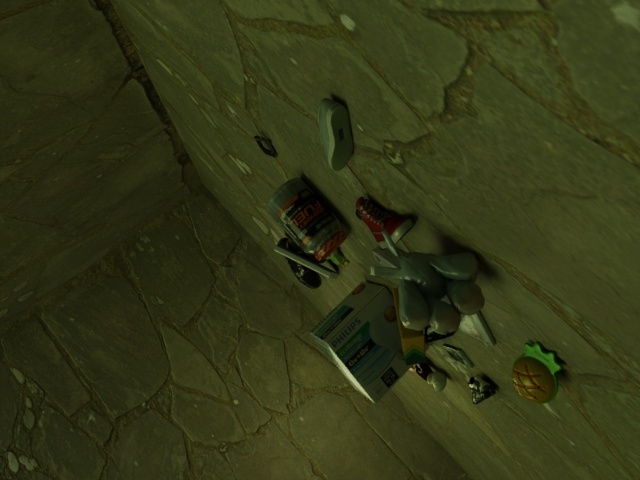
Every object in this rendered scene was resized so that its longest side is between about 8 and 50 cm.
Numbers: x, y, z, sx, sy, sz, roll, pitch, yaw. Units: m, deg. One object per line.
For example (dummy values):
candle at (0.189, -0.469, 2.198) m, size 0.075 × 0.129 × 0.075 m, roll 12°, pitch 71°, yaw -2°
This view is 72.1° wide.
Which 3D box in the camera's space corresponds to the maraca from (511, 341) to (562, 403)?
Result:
maraca at (0.580, 0.357, 1.181) m, size 0.127 × 0.099 × 0.186 m, roll 33°, pitch 132°, yaw 43°

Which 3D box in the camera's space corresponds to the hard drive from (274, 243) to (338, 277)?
hard drive at (-0.068, 0.114, 2.293) m, size 0.318 × 0.040 × 0.210 m, roll 26°, pitch 179°, yaw 15°

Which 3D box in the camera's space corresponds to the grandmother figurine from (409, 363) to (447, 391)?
grandmother figurine at (0.484, 0.622, 2.122) m, size 0.208 × 0.104 × 0.342 m, roll 47°, pitch 171°, yaw -25°

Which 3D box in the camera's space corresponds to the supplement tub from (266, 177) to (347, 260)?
supplement tub at (-0.052, -0.082, 1.765) m, size 0.316 × 0.193 × 0.193 m, roll 47°, pitch 165°, yaw 8°

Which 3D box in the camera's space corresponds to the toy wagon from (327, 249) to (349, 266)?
toy wagon at (0.000, 0.000, 2.064) m, size 0.344 × 0.068 × 0.267 m, roll 50°, pitch 166°, yaw -1°

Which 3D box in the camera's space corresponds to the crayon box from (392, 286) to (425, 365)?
crayon box at (0.328, 0.307, 1.627) m, size 0.323 × 0.083 × 0.203 m, roll 71°, pitch -169°, yaw -53°

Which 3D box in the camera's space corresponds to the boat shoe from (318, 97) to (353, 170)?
boat shoe at (0.037, -0.295, 1.221) m, size 0.081 × 0.079 × 0.227 m, roll 49°, pitch 161°, yaw 32°

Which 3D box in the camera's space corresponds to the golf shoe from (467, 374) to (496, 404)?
golf shoe at (0.609, 0.566, 1.683) m, size 0.094 × 0.077 × 0.198 m, roll 59°, pitch 167°, yaw 28°

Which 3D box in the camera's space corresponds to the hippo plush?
hippo plush at (0.292, 0.147, 1.206) m, size 0.294 × 0.234 × 0.236 m, roll 14°, pitch 164°, yaw 20°

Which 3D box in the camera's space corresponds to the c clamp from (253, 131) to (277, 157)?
c clamp at (-0.235, -0.408, 1.850) m, size 0.137 × 0.022 × 0.160 m, roll 53°, pitch 165°, yaw -30°

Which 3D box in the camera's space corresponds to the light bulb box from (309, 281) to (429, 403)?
light bulb box at (0.214, 0.435, 1.935) m, size 0.361 × 0.358 × 0.225 m, roll 52°, pitch 164°, yaw -14°

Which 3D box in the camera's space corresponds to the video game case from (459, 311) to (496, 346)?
video game case at (0.470, 0.254, 1.391) m, size 0.157 × 0.019 × 0.143 m, roll 56°, pitch 165°, yaw -24°

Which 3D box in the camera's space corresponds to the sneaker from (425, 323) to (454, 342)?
sneaker at (0.406, 0.280, 1.556) m, size 0.283 × 0.107 × 0.124 m, roll 66°, pitch -172°, yaw -66°

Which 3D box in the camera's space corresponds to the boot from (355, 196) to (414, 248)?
boot at (0.179, -0.068, 1.331) m, size 0.176 × 0.088 × 0.244 m, roll 51°, pitch 169°, yaw 1°

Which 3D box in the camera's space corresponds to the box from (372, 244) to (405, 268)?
box at (0.304, 0.108, 1.431) m, size 0.324 × 0.067 × 0.063 m, roll 38°, pitch 161°, yaw 42°

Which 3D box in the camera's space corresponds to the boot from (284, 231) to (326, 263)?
boot at (-0.072, 0.039, 2.333) m, size 0.262 × 0.095 × 0.203 m, roll 36°, pitch 170°, yaw 8°

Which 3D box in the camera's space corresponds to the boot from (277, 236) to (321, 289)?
boot at (-0.103, 0.131, 2.587) m, size 0.377 × 0.138 × 0.284 m, roll 56°, pitch 165°, yaw -3°

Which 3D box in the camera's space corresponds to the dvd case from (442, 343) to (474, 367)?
dvd case at (0.531, 0.445, 1.700) m, size 0.087 × 0.013 × 0.119 m, roll 53°, pitch 165°, yaw -9°
